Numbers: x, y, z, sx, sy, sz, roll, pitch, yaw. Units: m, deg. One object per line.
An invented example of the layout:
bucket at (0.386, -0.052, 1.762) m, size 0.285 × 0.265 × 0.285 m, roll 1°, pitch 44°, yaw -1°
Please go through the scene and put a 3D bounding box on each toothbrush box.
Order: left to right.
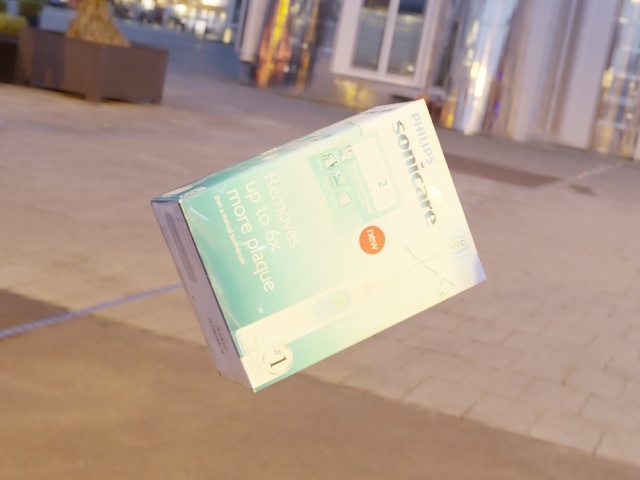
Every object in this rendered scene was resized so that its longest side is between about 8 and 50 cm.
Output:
toothbrush box at (0.000, 0.000, 1.290) m, size 0.296 × 0.216 × 0.126 m, roll -23°, pitch 11°, yaw -21°
